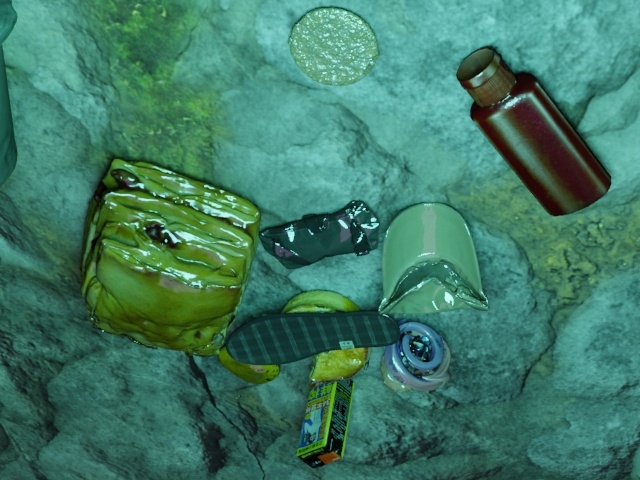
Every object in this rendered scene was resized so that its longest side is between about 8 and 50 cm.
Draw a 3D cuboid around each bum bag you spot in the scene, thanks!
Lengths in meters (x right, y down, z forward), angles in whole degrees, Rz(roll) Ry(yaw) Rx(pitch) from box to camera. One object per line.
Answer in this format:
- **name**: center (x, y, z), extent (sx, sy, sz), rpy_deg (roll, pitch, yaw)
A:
- **bum bag**: center (0.000, 0.000, 1.493), extent (0.197, 0.049, 0.087), rpy_deg (-14, 125, 25)

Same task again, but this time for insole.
- **insole**: center (-0.017, 0.158, 1.586), extent (0.309, 0.012, 0.110), rpy_deg (-7, 123, 22)

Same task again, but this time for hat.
- **hat**: center (0.172, 0.030, 1.490), extent (0.166, 0.144, 0.173), rpy_deg (-1, 90, 9)

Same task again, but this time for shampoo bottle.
- **shampoo bottle**: center (0.274, -0.141, 1.283), extent (0.102, 0.064, 0.260), rpy_deg (-26, 124, 33)

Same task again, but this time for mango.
- **mango**: center (-0.126, 0.215, 1.733), extent (0.114, 0.057, 0.079), rpy_deg (17, 140, 7)

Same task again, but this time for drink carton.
- **drink carton**: center (0.011, 0.314, 1.721), extent (0.071, 0.166, 0.056), rpy_deg (-30, 122, 35)

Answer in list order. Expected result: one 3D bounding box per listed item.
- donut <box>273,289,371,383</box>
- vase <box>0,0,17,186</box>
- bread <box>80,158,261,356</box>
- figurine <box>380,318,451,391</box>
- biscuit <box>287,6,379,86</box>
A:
- **donut**: center (0.016, 0.152, 1.627), extent (0.146, 0.078, 0.181), rpy_deg (-18, 122, 26)
- **vase**: center (-0.513, -0.194, 1.286), extent (0.245, 0.245, 0.291), rpy_deg (12, 140, 0)
- **bread**: center (-0.246, 0.053, 1.512), extent (0.277, 0.167, 0.324), rpy_deg (19, 134, -8)
- **figurine**: center (0.157, 0.199, 1.631), extent (0.114, 0.126, 0.157), rpy_deg (-33, 162, -12)
- **biscuit**: center (0.017, -0.249, 1.264), extent (0.120, 0.015, 0.120), rpy_deg (7, 135, 7)
